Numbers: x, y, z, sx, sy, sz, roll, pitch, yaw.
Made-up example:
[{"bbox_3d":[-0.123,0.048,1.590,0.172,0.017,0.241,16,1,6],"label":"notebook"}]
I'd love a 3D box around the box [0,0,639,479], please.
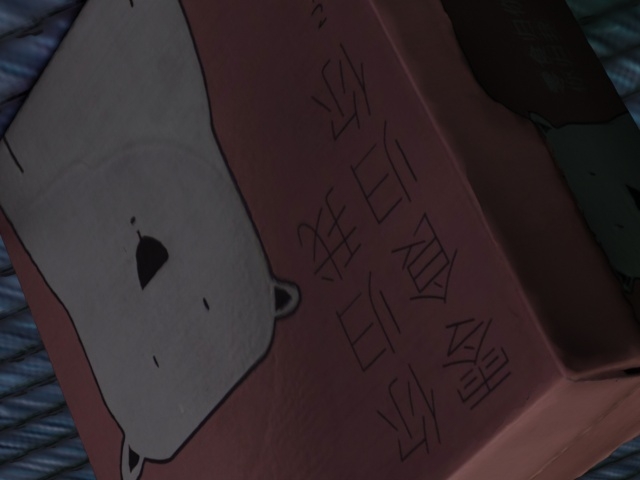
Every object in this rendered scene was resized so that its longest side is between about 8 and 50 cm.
[{"bbox_3d":[0.000,0.000,0.534,0.086,0.215,0.215,-5,149,-39],"label":"box"}]
